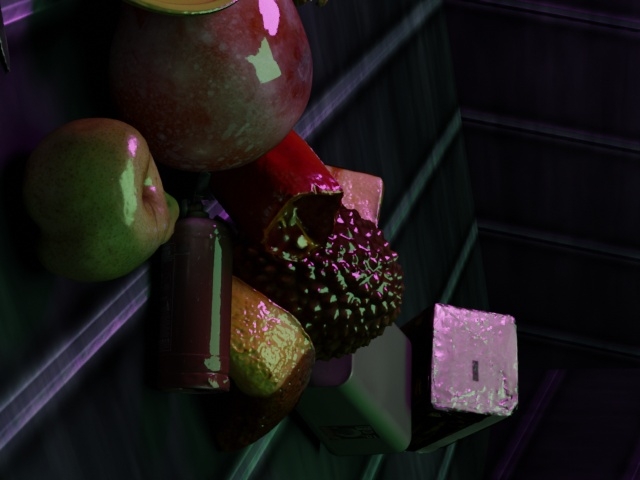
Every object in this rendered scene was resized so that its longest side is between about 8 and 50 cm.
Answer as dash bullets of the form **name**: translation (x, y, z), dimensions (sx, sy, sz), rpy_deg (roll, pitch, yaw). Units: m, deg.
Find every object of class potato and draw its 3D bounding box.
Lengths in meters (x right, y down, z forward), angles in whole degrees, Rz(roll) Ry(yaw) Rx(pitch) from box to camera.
- **potato**: translation (-0.204, -0.034, 1.599), dimensions (0.083, 0.062, 0.068), rpy_deg (37, 34, -43)

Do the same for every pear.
- **pear**: translation (-0.231, -0.044, 1.354), dimensions (0.167, 0.136, 0.167), rpy_deg (-5, 90, -76)

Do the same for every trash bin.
- **trash bin**: translation (0.034, 0.210, 2.230), dimensions (0.343, 0.158, 0.223), rpy_deg (51, 37, -59)

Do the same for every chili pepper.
- **chili pepper**: translation (-0.099, -0.118, 1.772), dimensions (0.338, 0.131, 0.135), rpy_deg (55, -44, 44)

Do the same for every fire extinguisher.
- **fire extinguisher**: translation (-0.155, 0.055, 1.669), dimensions (0.105, 0.104, 0.269), rpy_deg (35, 55, -70)

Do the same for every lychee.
- **lychee**: translation (-0.007, 0.056, 1.924), dimensions (0.267, 0.267, 0.268), rpy_deg (-2, 90, -74)

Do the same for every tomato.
- **tomato**: translation (-0.123, -0.214, 1.590), dimensions (0.270, 0.227, 0.270), rpy_deg (1, 90, -73)

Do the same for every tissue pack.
- **tissue pack**: translation (0.220, 0.271, 2.498), dimensions (0.370, 0.198, 0.210), rpy_deg (136, -35, -61)

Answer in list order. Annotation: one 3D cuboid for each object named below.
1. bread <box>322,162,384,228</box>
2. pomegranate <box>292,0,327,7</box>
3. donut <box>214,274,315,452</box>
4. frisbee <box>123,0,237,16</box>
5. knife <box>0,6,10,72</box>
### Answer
- **bread**: translation (0.001, 0.002, 2.303), dimensions (0.264, 0.163, 0.168), rpy_deg (110, -10, -57)
- **pomegranate**: translation (-0.024, -0.504, 2.095), dimensions (0.286, 0.230, 0.231), rpy_deg (148, -51, -60)
- **donut**: translation (-0.092, 0.186, 1.810), dimensions (0.112, 0.151, 0.295), rpy_deg (-61, 147, -44)
- **frisbee**: translation (-0.182, -0.335, 1.469), dimensions (0.017, 0.235, 0.236), rpy_deg (124, -16, -47)
- **knife**: translation (-0.319, -0.247, 1.293), dimensions (0.023, 0.010, 0.170), rpy_deg (-58, 145, -64)
